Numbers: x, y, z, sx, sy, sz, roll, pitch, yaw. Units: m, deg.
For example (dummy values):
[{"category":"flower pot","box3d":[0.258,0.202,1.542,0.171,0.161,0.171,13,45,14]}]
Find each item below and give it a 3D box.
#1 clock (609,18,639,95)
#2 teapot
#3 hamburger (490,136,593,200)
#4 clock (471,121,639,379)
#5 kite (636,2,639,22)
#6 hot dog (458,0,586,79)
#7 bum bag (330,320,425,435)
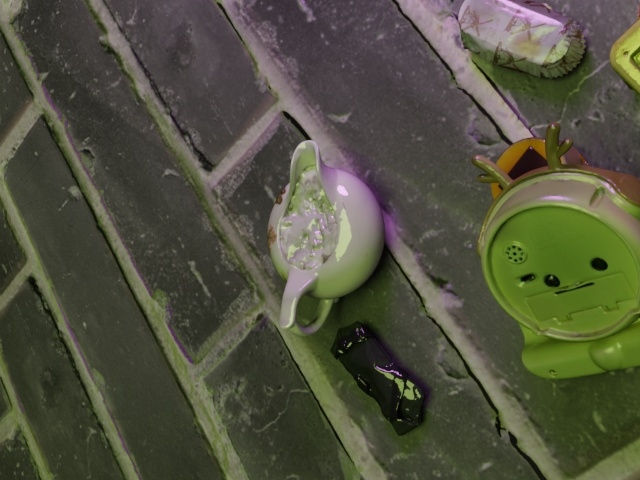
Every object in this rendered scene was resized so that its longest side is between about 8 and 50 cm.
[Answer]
[{"category":"clock","box3d":[0.458,-0.193,0.905,0.143,0.096,0.202,-45,66,23]},{"category":"teapot","box3d":[0.000,0.000,1.198,0.204,0.139,0.298,0,88,33]},{"category":"hamburger","box3d":[0.298,-0.072,1.025,0.141,0.082,0.126,33,106,44]},{"category":"clock","box3d":[0.299,0.015,0.934,0.235,0.096,0.308,-23,102,43]},{"category":"kite","box3d":[0.432,-0.334,0.979,0.159,0.010,0.189,8,93,36]},{"category":"hot dog","box3d":[0.275,-0.286,1.065,0.192,0.053,0.099,29,106,29]},{"category":"bum bag","box3d":[0.085,0.207,1.185,0.197,0.049,0.087,47,119,26]}]
